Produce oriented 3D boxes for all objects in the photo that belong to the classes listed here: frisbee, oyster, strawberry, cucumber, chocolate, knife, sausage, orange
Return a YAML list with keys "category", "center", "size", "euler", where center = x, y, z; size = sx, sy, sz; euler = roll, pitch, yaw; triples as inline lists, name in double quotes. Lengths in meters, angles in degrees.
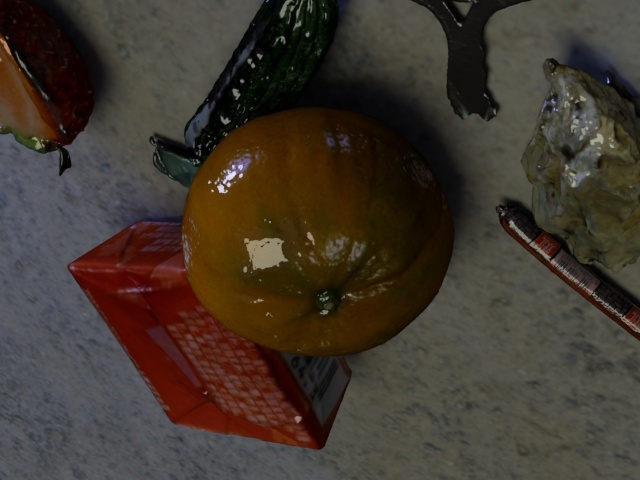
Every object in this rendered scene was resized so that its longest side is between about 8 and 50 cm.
- category: "frisbee"
  center: [0.108, -0.172, 1.013]
  size: [0.211, 0.012, 0.187]
  euler: [13, 136, 23]
- category: "oyster"
  center: [0.217, -0.044, 1.019]
  size: [0.133, 0.072, 0.209]
  euler: [26, 140, 15]
- category: "strawberry"
  center: [-0.278, -0.161, 1.222]
  size: [0.192, 0.085, 0.140]
  euler: [52, 144, -11]
- category: "cucumber"
  center: [-0.047, -0.138, 1.101]
  size: [0.077, 0.077, 0.265]
  euler: [38, 138, -4]
- category: "chocolate"
  center: [-0.107, 0.089, 1.314]
  size: [0.235, 0.108, 0.237]
  euler: [0, 130, 43]
- category: "knife"
  center: [-0.038, -0.032, 1.232]
  size: [0.296, 0.026, 0.044]
  euler: [22, 126, 15]
- category: "sausage"
  center: [0.229, 0.032, 1.117]
  size: [0.198, 0.025, 0.028]
  euler: [38, 108, -5]
- category: "orange"
  center: [0.000, 0.000, 1.092]
  size: [0.240, 0.171, 0.240]
  euler: [-7, 131, -9]
